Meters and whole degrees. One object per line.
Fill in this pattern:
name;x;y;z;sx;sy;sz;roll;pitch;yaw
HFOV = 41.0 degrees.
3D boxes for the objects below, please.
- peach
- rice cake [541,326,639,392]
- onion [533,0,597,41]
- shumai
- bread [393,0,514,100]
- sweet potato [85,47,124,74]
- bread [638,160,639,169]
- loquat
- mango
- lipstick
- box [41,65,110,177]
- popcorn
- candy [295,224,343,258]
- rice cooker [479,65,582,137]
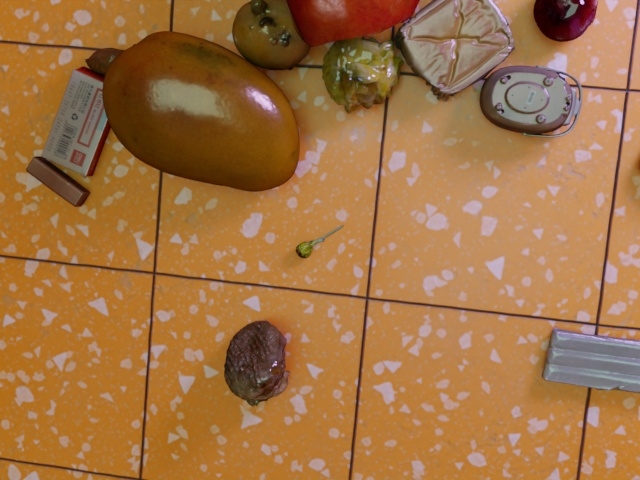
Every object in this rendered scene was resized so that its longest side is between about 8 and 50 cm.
peach;0.070;-0.568;1.691;0.242;0.306;0.381;3;93;35
rice cake;0.600;0.261;1.829;0.237;0.043;0.127;9;96;9
onion;0.496;-0.470;1.735;0.131;0.131;0.131;1;96;9
shumai;-0.128;0.286;1.901;0.161;0.209;0.153;-31;123;-3
bread;0.280;-0.412;1.780;0.209;0.110;0.192;-38;95;11
sweet potato;-0.433;-0.394;1.917;0.226;0.068;0.068;7;97;8
bread;0.743;-0.183;1.740;0.134;0.085;0.173;30;99;5
loquat;-0.103;-0.441;1.797;0.172;0.204;0.150;14;77;18
mango;-0.245;-0.263;1.820;0.445;0.232;0.300;28;106;-1
lipstick;-0.607;-0.136;1.978;0.145;0.045;0.045;36;98;5
box;-0.540;-0.271;1.952;0.122;0.050;0.229;23;98;4
popcorn;0.089;-0.360;1.809;0.173;0.142;0.174;-6;72;20
candy;0.000;0.000;1.909;0.123;0.035;0.035;-31;79;1
rice cooker;0.430;-0.289;1.760;0.206;0.127;0.145;12;98;16
